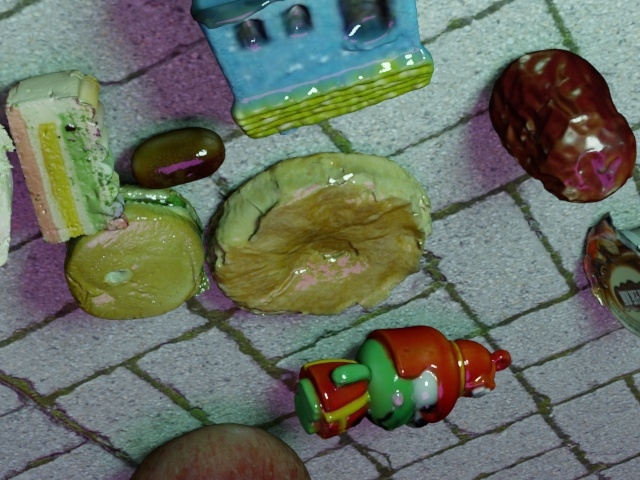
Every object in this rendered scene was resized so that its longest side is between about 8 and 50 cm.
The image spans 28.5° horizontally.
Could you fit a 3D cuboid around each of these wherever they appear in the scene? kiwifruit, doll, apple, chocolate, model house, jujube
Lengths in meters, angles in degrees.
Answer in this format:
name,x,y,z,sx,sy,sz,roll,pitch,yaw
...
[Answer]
name,x,y,z,sx,sy,sz,roll,pitch,yaw
kiwifruit,-0.182,-0.105,1.610,0.124,0.075,0.075,-18,142,1
doll,0.137,0.221,2.039,0.363,0.160,0.183,-7,143,-12
apple,-0.178,0.456,2.175,0.344,0.269,0.345,-8,122,-13
chocolate,0.514,0.035,1.940,0.147,0.221,0.221,-35,146,-19
model house,-0.013,-0.244,1.387,0.237,0.215,0.303,-16,147,3
jujube,0.306,-0.143,1.585,0.155,0.230,0.155,-8,125,-11

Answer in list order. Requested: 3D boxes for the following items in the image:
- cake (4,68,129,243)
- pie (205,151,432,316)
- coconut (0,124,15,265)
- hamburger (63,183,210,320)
name,x,y,z,sx,sy,sz,roll,pitch,yaw
cake,-0.307,-0.104,1.536,0.109,0.090,0.225,-9,132,-3
pie,0.000,0.000,1.786,0.339,0.083,0.339,-6,140,-6
coconut,-0.466,-0.047,1.472,0.233,0.233,0.245,-4,140,-12
hamburger,-0.251,0.004,1.688,0.189,0.122,0.215,-18,137,1
